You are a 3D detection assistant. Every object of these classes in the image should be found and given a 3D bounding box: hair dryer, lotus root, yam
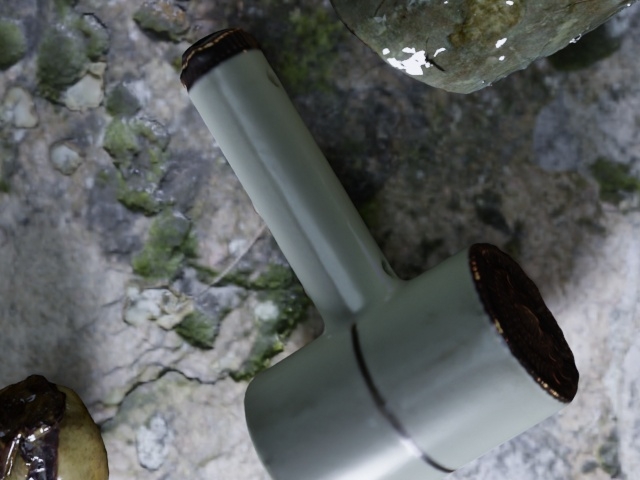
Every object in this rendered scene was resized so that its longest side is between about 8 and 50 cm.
[{"bbox_3d":[0.000,0.000,1.263,0.203,0.128,0.362,-33,86,21],"label":"hair dryer"},{"bbox_3d":[-0.222,0.208,1.377,0.110,0.097,0.258,25,116,15],"label":"lotus root"},{"bbox_3d":[0.140,-0.196,1.153,0.254,0.154,0.154,-36,92,20],"label":"yam"}]
